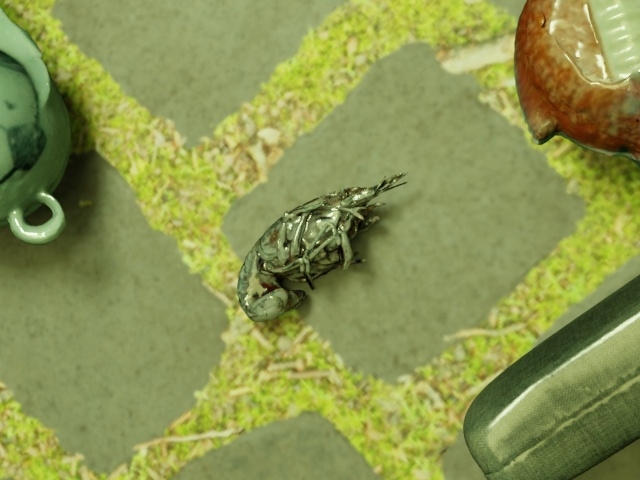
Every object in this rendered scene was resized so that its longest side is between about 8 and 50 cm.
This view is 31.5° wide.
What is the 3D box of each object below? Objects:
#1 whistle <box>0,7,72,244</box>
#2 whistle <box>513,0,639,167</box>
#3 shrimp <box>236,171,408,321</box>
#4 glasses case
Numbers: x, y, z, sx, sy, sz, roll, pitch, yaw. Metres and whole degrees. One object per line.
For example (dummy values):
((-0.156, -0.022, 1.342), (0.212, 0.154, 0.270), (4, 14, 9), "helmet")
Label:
((-0.290, -0.108, 0.889), (0.163, 0.163, 0.290), (-43, 76, 12), "whistle")
((0.187, -0.186, 0.760), (0.142, 0.133, 0.346), (-20, 75, 25), "whistle")
((0.000, 0.000, 0.845), (0.165, 0.056, 0.065), (-35, 63, 23), "shrimp")
((0.236, 0.052, 0.729), (0.323, 0.131, 0.074), (-37, 87, 13), "glasses case")
